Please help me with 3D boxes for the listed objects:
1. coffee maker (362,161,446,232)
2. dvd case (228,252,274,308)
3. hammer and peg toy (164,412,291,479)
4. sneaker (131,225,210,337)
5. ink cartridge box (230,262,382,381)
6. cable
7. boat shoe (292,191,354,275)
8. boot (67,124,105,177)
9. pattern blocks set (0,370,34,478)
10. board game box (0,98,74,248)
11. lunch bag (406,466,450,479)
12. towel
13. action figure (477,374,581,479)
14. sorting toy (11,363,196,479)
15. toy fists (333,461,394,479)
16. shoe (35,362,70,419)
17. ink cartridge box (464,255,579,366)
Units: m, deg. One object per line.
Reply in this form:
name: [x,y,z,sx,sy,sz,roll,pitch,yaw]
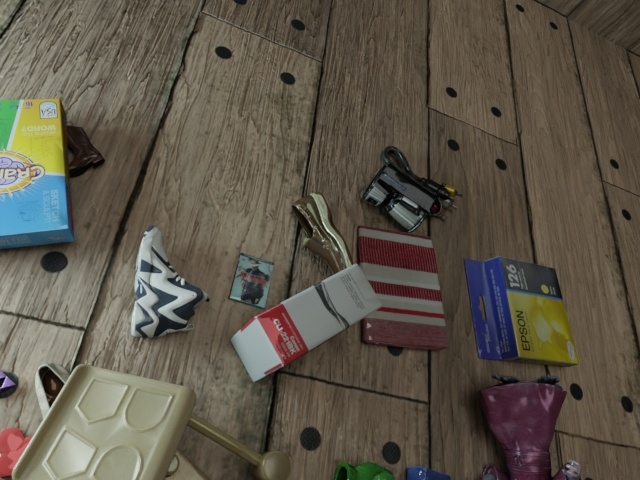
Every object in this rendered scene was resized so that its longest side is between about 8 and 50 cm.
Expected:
coffee maker: [0.231,-0.136,1.410,0.178,0.120,0.171,37,54,-2]
dvd case: [-0.161,0.094,1.166,0.087,0.013,0.119,19,57,-16]
hammer and peg toy: [-0.238,0.481,0.862,0.266,0.127,0.361,42,55,2]
sneaker: [-0.309,0.088,1.049,0.153,0.094,0.234,7,63,-24]
ink cartridge box: [-0.031,0.177,1.073,0.273,0.197,0.114,-26,80,-33]
cable: [0.290,-0.164,1.508,0.287,0.072,0.139,33,72,8]
boat shoe: [-0.001,0.003,1.253,0.095,0.095,0.257,-17,67,-17]
boot: [-0.560,-0.202,1.114,0.106,0.037,0.114,-32,80,-37]
pattern blocks set: [-0.659,0.330,0.797,0.325,0.026,0.285,-29,79,-33]
board game box: [-0.640,-0.137,1.001,0.243,0.064,0.316,-8,68,-19]
lunch bag: [0.238,0.544,1.093,0.099,0.067,0.065,24,58,-15]
towel: [0.210,0.123,1.318,0.237,0.037,0.328,10,60,-19]
action figure: [0.484,0.515,1.199,0.276,0.248,0.369,30,58,-62]
sorting toy: [-0.362,0.363,0.805,0.229,0.041,0.307,12,50,7]
toy fists: [0.087,0.589,0.982,0.142,0.096,0.279,24,56,-14]
shoe: [-0.452,0.317,0.883,0.077,0.058,0.219,-24,77,-33]
ink cartridge box: [0.579,0.200,1.436,0.308,0.072,0.303,11,61,-23]
